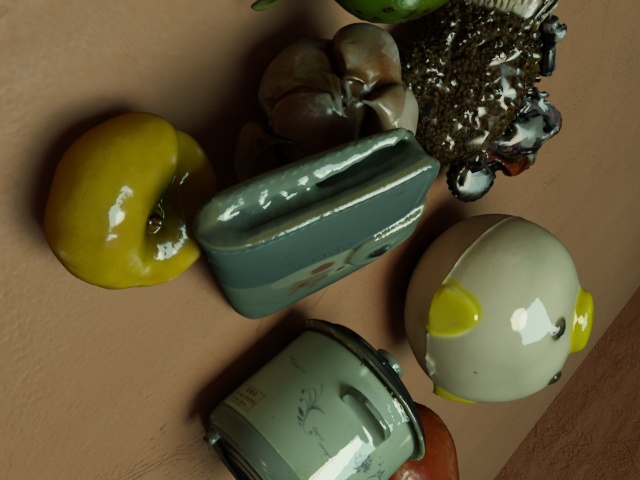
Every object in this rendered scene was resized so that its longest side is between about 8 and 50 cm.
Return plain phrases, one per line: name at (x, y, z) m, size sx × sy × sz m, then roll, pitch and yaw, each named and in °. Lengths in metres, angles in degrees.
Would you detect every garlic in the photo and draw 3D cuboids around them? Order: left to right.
garlic at (-0.001, -0.144, 0.750) m, size 0.191 × 0.213 × 0.160 m, roll 48°, pitch 33°, yaw -66°

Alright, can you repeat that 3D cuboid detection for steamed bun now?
steamed bun at (0.313, 0.129, 1.239) m, size 0.334 × 0.333 × 0.374 m, roll -42°, pitch 138°, yaw -24°

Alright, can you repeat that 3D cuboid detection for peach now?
peach at (-0.176, -0.034, 0.650) m, size 0.179 × 0.103 × 0.179 m, roll -35°, pitch 136°, yaw -42°

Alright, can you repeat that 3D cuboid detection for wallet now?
wallet at (0.000, 0.000, 0.763) m, size 0.252 × 0.083 × 0.360 m, roll -22°, pitch 166°, yaw -7°

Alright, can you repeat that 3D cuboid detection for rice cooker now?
rice cooker at (0.003, 0.269, 0.988) m, size 0.316 × 0.264 × 0.316 m, roll -37°, pitch -178°, yaw 1°

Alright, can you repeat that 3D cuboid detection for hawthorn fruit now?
hawthorn fruit at (0.124, 0.445, 1.243) m, size 0.294 × 0.311 × 0.295 m, roll -17°, pitch 133°, yaw -19°

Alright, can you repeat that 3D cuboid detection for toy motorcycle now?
toy motorcycle at (0.298, -0.247, 1.045) m, size 0.207 × 0.134 × 0.401 m, roll -15°, pitch 127°, yaw -13°

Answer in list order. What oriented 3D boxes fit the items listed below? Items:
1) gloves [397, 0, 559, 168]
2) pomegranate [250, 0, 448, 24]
gloves at (0.189, -0.239, 0.897) m, size 0.135 × 0.210 × 0.313 m, roll -83°, pitch -175°, yaw -75°
pomegranate at (0.043, -0.302, 0.652) m, size 0.263 × 0.211 × 0.211 m, roll -29°, pitch 143°, yaw -1°
